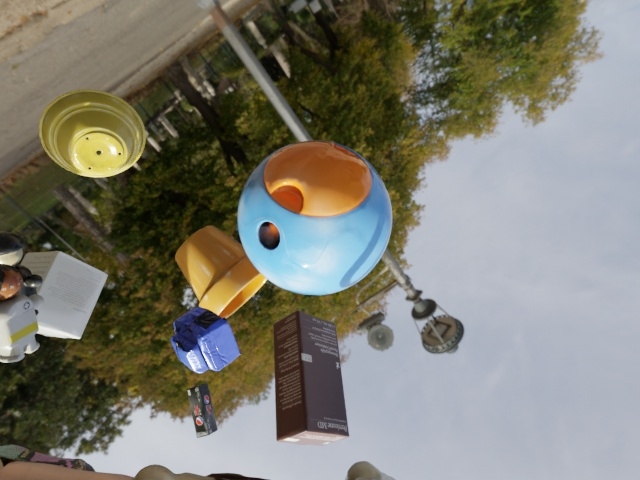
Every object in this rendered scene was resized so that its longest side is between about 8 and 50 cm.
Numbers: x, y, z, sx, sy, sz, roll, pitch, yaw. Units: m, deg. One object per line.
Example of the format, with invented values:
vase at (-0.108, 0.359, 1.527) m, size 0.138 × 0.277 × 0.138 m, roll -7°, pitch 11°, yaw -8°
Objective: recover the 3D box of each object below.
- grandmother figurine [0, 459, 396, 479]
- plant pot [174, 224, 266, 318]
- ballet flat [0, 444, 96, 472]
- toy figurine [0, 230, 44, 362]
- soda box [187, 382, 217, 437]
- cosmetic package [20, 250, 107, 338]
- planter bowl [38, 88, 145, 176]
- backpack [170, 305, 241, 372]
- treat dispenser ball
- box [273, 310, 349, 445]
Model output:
grandmother figurine at (-0.089, 0.224, 0.330) m, size 0.342 × 0.208 × 0.104 m, roll 3°, pitch -118°, yaw 0°
plant pot at (-0.253, 0.071, 1.055) m, size 0.205 × 0.188 × 0.205 m, roll -45°, pitch 173°, yaw -7°
ballet flat at (-0.354, 0.273, 0.469) m, size 0.221 × 0.079 × 0.077 m, roll -6°, pitch -113°, yaw 20°
toy figurine at (-0.511, 0.085, 0.584) m, size 0.213 × 0.148 × 0.209 m, roll -11°, pitch -159°, yaw -32°
soda box at (-0.417, 0.597, 1.485) m, size 0.053 × 0.169 × 0.060 m, roll -19°, pitch 168°, yaw 15°
cosmetic package at (-0.689, 0.142, 1.084) m, size 0.151 × 0.151 × 0.184 m, roll -4°, pitch -120°, yaw 28°
planter bowl at (-0.499, -0.215, 0.940) m, size 0.217 × 0.217 × 0.090 m, roll -37°, pitch -131°, yaw 0°
backpack at (-0.227, 0.181, 0.792) m, size 0.101 × 0.098 × 0.120 m, roll -27°, pitch -149°, yaw -36°
treat dispenser ball at (-0.011, -0.041, 0.793) m, size 0.288 × 0.288 × 0.288 m, roll -30°, pitch -154°, yaw 16°
box at (-0.038, 0.437, 1.353) m, size 0.143 × 0.191 × 0.382 m, roll -33°, pitch -133°, yaw 33°
